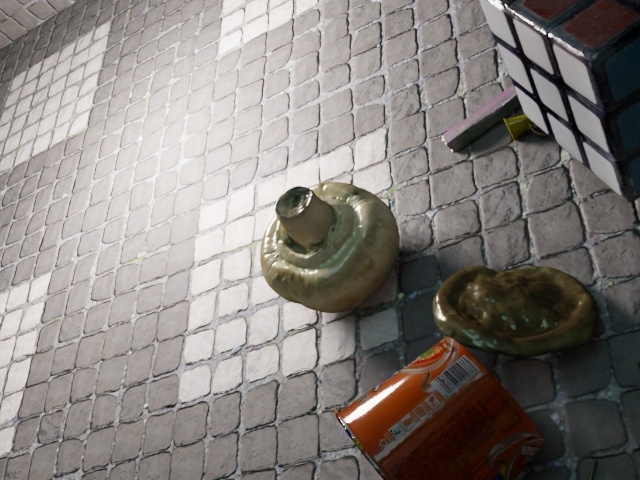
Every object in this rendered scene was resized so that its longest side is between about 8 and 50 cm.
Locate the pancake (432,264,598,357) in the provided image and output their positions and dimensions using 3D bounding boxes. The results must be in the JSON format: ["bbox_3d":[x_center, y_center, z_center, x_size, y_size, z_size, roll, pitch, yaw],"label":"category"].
[{"bbox_3d":[0.285,0.095,1.182,0.236,0.042,0.222,12,34,23],"label":"pancake"}]

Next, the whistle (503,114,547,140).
[{"bbox_3d":[0.380,-0.211,1.402,0.109,0.046,0.057,-22,34,18],"label":"whistle"}]

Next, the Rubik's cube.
[{"bbox_3d":[0.463,-0.300,1.188,0.305,0.301,0.303,-34,43,4],"label":"Rubik's cube"}]

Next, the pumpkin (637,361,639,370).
[{"bbox_3d":[0.464,0.177,1.050,0.083,0.054,0.074,-33,40,22],"label":"pumpkin"}]

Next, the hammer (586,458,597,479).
[{"bbox_3d":[0.350,0.341,1.055,0.035,0.019,0.110,2,57,39],"label":"hammer"}]

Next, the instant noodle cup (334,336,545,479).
[{"bbox_3d":[0.169,0.266,1.098,0.192,0.250,0.250,-41,43,-3],"label":"instant noodle cup"}]

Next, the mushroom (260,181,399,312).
[{"bbox_3d":[0.000,0.000,1.416,0.260,0.234,0.254,-37,48,12],"label":"mushroom"}]

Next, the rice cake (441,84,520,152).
[{"bbox_3d":[0.314,-0.235,1.474,0.207,0.036,0.047,-35,40,15],"label":"rice cake"}]
